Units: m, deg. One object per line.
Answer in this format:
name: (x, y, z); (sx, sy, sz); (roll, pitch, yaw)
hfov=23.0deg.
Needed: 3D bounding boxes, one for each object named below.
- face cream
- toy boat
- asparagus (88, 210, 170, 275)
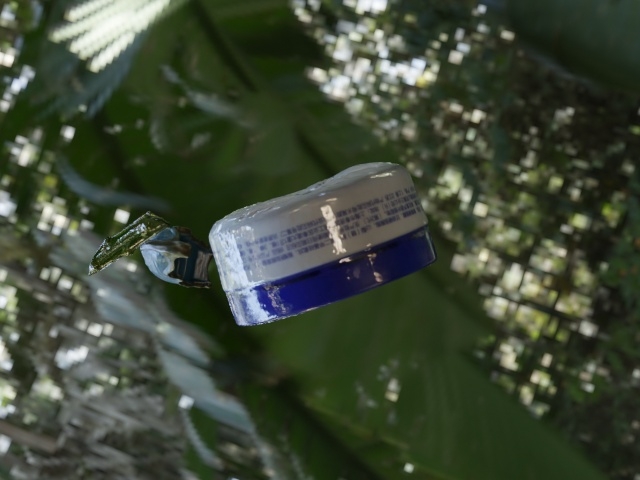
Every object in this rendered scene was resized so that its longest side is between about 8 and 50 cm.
face cream: (0.000, 0.000, 1.496); (0.206, 0.206, 0.111); (-24, -85, -61)
toy boat: (-0.184, 0.022, 2.137); (0.185, 0.077, 0.075); (38, -121, -70)
asparagus: (-0.183, 0.002, 1.473); (0.025, 0.108, 0.021); (28, -140, -42)
